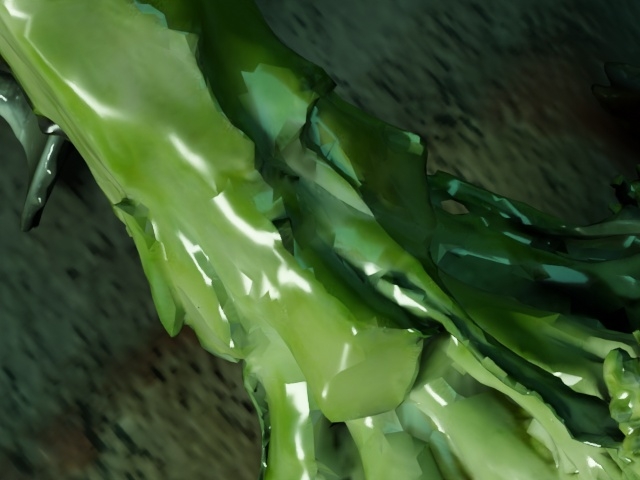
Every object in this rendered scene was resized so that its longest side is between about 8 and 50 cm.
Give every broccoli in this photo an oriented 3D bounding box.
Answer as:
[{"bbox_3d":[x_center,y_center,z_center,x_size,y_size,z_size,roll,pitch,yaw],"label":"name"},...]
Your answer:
[{"bbox_3d":[0.019,-0.010,0.639,0.252,0.221,0.361,-18,105,13],"label":"broccoli"}]

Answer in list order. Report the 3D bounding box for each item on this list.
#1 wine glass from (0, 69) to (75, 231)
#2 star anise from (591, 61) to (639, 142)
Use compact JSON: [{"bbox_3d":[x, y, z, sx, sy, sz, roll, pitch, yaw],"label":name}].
[{"bbox_3d":[-0.193,-0.089,0.710,0.222,0.103,0.103,23,67,-7],"label":"wine glass"},{"bbox_3d":[0.252,-0.007,0.797,0.288,0.088,0.288,10,57,-16],"label":"star anise"}]
